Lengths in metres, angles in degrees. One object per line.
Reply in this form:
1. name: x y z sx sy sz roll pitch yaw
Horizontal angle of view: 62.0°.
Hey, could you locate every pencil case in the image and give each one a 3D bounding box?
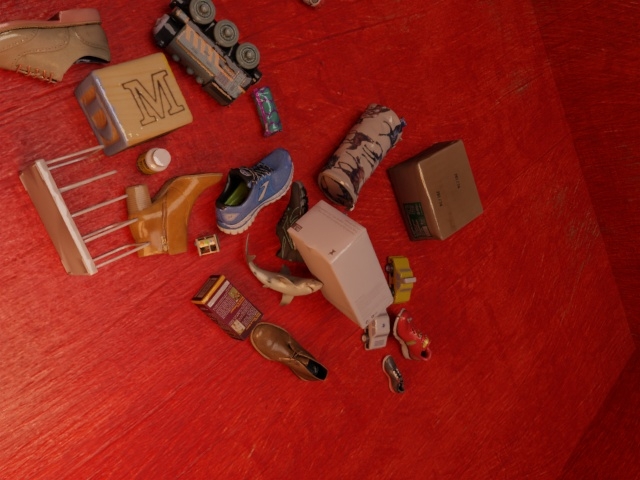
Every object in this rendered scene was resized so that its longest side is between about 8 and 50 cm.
1. pencil case: 0.147 -0.298 1.884 0.184 0.160 0.410 41 64 -13
2. pencil case: -0.172 -0.412 1.705 0.070 0.065 0.151 -35 110 -60

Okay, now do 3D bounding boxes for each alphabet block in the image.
1. alphabet block: -0.486 -0.351 1.386 0.197 0.192 0.193 -32 108 -33

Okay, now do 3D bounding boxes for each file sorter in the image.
1. file sorter: -0.573 -0.076 1.304 0.173 0.193 0.277 -31 106 -37

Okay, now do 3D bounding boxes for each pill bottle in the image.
1. pill bottle: -0.452 -0.217 1.448 0.065 0.116 0.065 3 85 -37

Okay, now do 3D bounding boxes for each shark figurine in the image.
1. shark figurine: -0.143 0.099 1.701 0.278 0.166 0.116 29 44 -15

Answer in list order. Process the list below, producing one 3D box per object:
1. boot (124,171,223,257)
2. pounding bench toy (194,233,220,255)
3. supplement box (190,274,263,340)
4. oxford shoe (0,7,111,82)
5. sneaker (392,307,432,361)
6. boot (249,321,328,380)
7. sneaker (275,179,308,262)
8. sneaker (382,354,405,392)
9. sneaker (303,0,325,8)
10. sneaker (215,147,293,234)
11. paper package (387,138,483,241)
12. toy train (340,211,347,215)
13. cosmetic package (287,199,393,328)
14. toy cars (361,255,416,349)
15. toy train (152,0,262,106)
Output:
1. boot: -0.396 -0.074 1.505 0.295 0.104 0.211 -18 104 -32
2. pounding bench toy: -0.334 0.013 1.571 0.065 0.083 0.052 -14 94 -6
3. supplement box: -0.275 0.200 1.583 0.188 0.081 0.104 49 60 -24
4. oxford shoe: -0.688 -0.444 1.271 0.397 0.141 0.146 -31 113 -32
5. sneaker: 0.358 0.357 2.001 0.107 0.118 0.279 -55 136 -29
6. boot: -0.093 0.355 1.696 0.305 0.115 0.112 41 66 -27
7. sneaker: -0.093 -0.058 1.700 0.101 0.106 0.267 -44 136 -77
8. sneaker: 0.286 0.505 2.007 0.061 0.065 0.157 -28 105 -35
9. sneaker: -0.027 -0.923 1.830 0.093 0.088 0.225 3 86 -36
10. sneaker: -0.196 -0.171 1.603 0.330 0.130 0.147 -53 156 -27
11. paper package: 0.459 -0.197 2.114 0.310 0.168 0.324 -29 106 -33
12. toy train: 0.032 -0.077 1.870 0.158 0.027 0.036 -11 84 -37
13. cosmetic package: 0.070 0.082 1.664 0.156 0.217 0.385 -41 140 -15
14. toy cars: 0.263 0.230 1.990 0.176 0.087 0.393 45 63 -26
15. toy train: -0.325 -0.553 1.559 0.334 0.142 0.190 40 74 -29
